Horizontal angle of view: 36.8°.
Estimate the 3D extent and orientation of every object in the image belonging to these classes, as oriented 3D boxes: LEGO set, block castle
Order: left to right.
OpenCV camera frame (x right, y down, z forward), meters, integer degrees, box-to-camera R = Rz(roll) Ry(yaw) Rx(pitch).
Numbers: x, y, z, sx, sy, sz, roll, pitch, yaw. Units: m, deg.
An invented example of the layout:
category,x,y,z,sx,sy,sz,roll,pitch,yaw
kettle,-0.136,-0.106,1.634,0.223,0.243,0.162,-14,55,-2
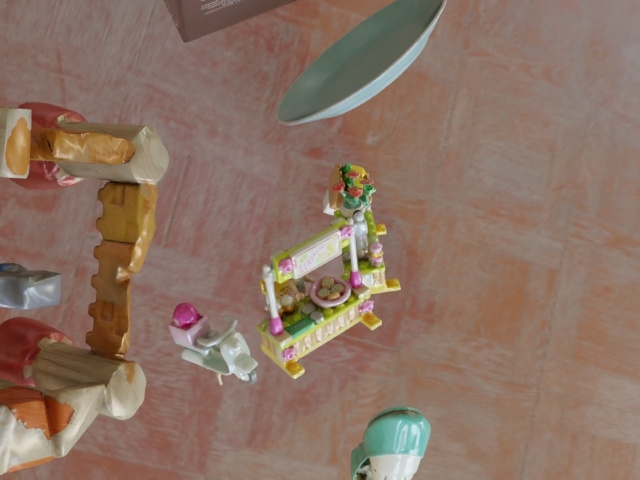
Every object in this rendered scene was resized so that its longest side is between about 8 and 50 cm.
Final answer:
category,x,y,z,sx,sy,sz,roll,pitch,yaw
block castle,-0.345,0.023,0.753,0.453,0.213,0.302,-1,97,-58
LEGO set,0.000,0.000,0.812,0.287,0.132,0.107,-49,144,-40

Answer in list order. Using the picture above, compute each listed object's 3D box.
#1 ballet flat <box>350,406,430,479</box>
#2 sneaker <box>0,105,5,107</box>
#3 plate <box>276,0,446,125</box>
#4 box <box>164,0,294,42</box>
category,x,y,z,sx,sy,sz,roll,pitch,yaw
ballet flat,0.088,0.280,1.215,0.083,0.247,0.087,3,66,-6
sneaker,-0.372,-0.090,1.081,0.222,0.083,0.118,18,98,2
plate,0.040,-0.160,0.869,0.188,0.188,0.024,-47,114,-17
box,-0.077,-0.284,0.672,0.143,0.381,0.191,-24,92,-5
